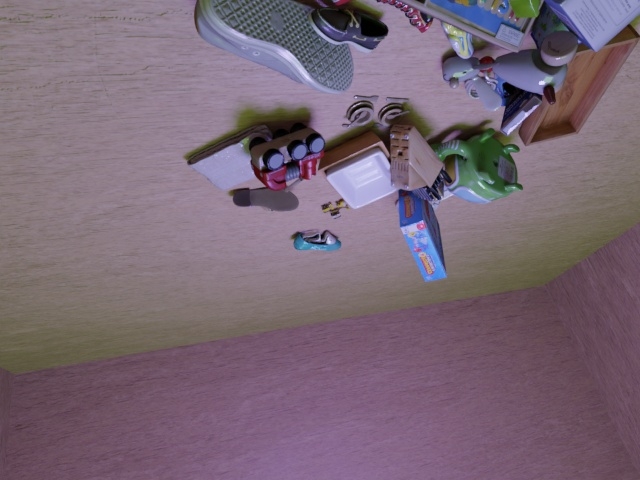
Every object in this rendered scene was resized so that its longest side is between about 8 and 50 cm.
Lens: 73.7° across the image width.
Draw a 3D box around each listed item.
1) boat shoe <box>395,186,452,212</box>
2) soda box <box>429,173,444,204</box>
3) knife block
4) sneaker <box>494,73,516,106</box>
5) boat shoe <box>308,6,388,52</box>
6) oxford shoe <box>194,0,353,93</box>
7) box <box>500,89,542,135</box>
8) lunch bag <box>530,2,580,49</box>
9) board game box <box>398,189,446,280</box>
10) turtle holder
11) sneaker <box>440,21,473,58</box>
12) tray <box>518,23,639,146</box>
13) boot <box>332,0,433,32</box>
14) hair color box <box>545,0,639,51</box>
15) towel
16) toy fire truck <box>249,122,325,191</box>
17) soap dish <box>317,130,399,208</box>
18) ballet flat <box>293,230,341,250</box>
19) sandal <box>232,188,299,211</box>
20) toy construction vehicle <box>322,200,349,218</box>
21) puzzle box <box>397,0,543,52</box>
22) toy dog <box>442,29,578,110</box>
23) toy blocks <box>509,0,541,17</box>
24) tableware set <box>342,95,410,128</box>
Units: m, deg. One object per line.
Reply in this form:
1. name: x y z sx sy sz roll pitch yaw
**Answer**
1. boat shoe: 0.465 -0.164 1.822 0.277 0.096 0.098 -21 152 14
2. soda box: 0.436 -0.208 1.644 0.058 0.181 0.061 -30 106 28
3. knife block: 0.349 -0.261 1.436 0.242 0.088 0.276 -20 116 -32
4. sneaker: 0.570 -0.466 1.324 0.063 0.073 0.162 -21 153 13
5. boat shoe: 0.069 -0.498 0.984 0.228 0.081 0.068 -11 172 -46
6. oxford shoe: -0.090 -0.457 0.979 0.449 0.169 0.130 5 -178 -45
7. box: 0.627 -0.431 1.323 0.036 0.225 0.136 35 137 -2
8. lunch bag: 0.658 -0.582 1.123 0.151 0.096 0.129 -3 152 0
9. board game box: 0.392 -0.056 1.650 0.086 0.308 0.302 -16 128 22
10. turtle holder: 0.551 -0.249 1.552 0.320 0.243 0.227 -8 171 -31
11. sneaker: 0.356 -0.552 1.041 0.126 0.091 0.240 -30 148 27
12. tray: 0.821 -0.489 1.401 0.203 0.076 0.411 -14 154 -1
13. boot: 0.157 -0.524 0.938 0.244 0.088 0.176 -20 127 8
14. hair color box: 0.697 -0.634 0.920 0.185 0.113 0.374 24 127 -32
15. towel: -0.253 -0.256 1.361 0.282 0.049 0.187 -22 151 15
16. toy fire truck: -0.104 -0.218 1.326 0.217 0.158 0.246 -27 136 -23
17. soap dish: 0.146 -0.243 1.497 0.229 0.118 0.291 -23 152 17
18. ballet flat: 0.000 0.000 1.937 0.247 0.083 0.087 -1 136 -27
19. sandal: -0.204 -0.151 1.581 0.240 0.088 0.079 1 -179 -14
20. toy construction vehicle: 0.062 -0.134 1.765 0.098 0.035 0.086 -23 141 12
21. puzzle box: 0.334 -0.586 0.879 0.409 0.052 0.272 3 120 -30
22. toy dog: 0.505 -0.426 1.145 0.333 0.161 0.220 -4 157 42
23. toy blocks: 0.388 -0.640 0.743 0.381 0.191 0.261 32 91 -41
24. tableware set: 0.177 -0.385 1.328 0.194 0.039 0.128 -4 151 -19
